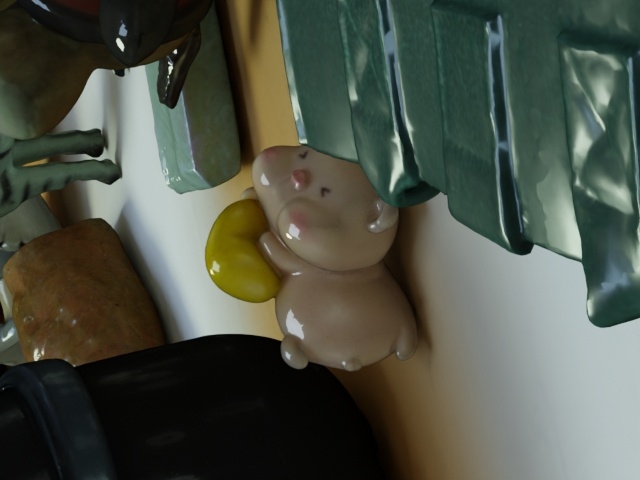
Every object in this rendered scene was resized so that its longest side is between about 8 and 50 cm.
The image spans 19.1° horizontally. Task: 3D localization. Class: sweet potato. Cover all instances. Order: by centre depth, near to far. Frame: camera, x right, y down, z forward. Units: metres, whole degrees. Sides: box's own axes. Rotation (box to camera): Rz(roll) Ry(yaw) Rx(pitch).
[{"bbox_3d":[-0.155,0.070,1.307,0.251,0.097,0.097,-121,28,-48],"label":"sweet potato"}]

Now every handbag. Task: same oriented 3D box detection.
[{"bbox_3d":[0.071,-0.109,0.608,0.326,0.089,0.238,-149,51,-63],"label":"handbag"}]

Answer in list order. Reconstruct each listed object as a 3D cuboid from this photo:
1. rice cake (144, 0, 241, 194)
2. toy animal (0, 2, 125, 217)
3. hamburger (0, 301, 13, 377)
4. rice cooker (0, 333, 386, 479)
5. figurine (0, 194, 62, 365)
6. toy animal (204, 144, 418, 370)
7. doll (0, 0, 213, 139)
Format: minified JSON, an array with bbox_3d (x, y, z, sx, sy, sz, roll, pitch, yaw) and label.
[{"bbox_3d":[-0.086,-0.138,1.091,0.080,0.042,0.221,175,84,-75],"label":"rice cake"},{"bbox_3d":[-0.221,-0.062,1.325,0.090,0.170,0.255,50,127,45],"label":"toy animal"},{"bbox_3d":[-0.316,0.149,1.712,0.130,0.183,0.206,22,135,17],"label":"hamburger"},{"bbox_3d":[-0.080,0.174,0.963,0.267,0.224,0.267,171,90,-72],"label":"rice cooker"},{"bbox_3d":[-0.292,-0.084,1.537,0.387,0.166,0.207,67,-166,16],"label":"figurine"},{"bbox_3d":[0.000,0.000,0.867,0.082,0.091,0.114,-54,46,45],"label":"toy animal"},{"bbox_3d":[-0.099,-0.197,0.919,0.235,0.174,0.330,65,151,28],"label":"doll"}]
